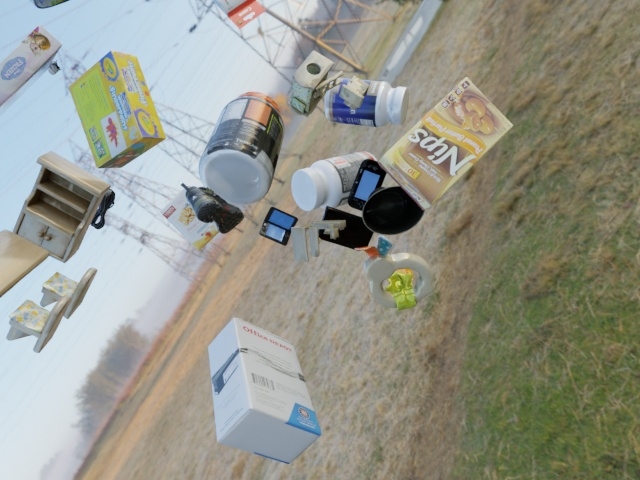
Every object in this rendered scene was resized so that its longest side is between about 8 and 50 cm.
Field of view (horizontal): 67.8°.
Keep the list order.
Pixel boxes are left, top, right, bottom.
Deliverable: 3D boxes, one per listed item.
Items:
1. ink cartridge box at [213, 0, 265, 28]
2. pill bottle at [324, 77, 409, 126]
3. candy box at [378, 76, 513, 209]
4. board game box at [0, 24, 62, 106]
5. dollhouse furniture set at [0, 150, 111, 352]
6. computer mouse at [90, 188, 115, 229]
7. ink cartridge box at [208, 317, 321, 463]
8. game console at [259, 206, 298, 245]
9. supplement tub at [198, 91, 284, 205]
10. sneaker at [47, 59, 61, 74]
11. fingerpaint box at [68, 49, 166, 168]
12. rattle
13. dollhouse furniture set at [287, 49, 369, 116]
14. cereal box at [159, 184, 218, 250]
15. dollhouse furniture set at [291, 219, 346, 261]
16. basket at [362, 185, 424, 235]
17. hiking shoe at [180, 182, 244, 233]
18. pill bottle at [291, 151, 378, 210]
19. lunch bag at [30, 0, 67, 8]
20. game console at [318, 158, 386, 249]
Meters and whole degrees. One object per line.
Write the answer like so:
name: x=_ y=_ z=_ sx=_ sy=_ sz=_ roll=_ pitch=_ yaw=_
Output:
ink cartridge box: x=-0.317 y=-0.915 z=1.809 sx=0.145 sy=0.179 sz=0.045 roll=-43 pitch=-1 yaw=-18
pill bottle: x=0.159 y=-0.468 z=1.623 sx=0.153 sy=0.264 sz=0.153 roll=10 pitch=-90 yaw=-73
candy box: x=0.331 y=-0.256 z=1.273 sx=0.316 sy=0.183 sz=0.087 roll=-44 pitch=-2 yaw=-6
board game box: x=-0.816 y=-0.382 z=1.216 sx=0.317 sy=0.066 sz=0.319 roll=8 pitch=60 yaw=53
dollhouse furniture set: x=-0.700 y=-0.012 z=1.129 sx=0.257 sy=0.361 sz=0.394 roll=-55 pitch=13 yaw=22
computer mouse: x=-0.939 y=-0.168 z=1.818 sx=0.189 sy=0.272 sz=0.072 roll=-56 pitch=8 yaw=22
ink cartridge box: x=-0.193 y=0.476 z=1.547 sx=0.166 sy=0.285 sz=0.395 roll=-47 pitch=33 yaw=14
game console: x=-0.193 y=-0.064 z=2.199 sx=0.085 sy=0.143 sz=0.124 roll=-44 pitch=25 yaw=58
supplement tub: x=-0.219 y=-0.283 z=1.402 sx=0.207 sy=0.207 sz=0.338 roll=-53 pitch=20 yaw=42
sneaker: x=-1.183 y=-0.777 z=2.082 sx=0.069 sy=0.098 sz=0.038 roll=-24 pitch=61 yaw=14
fingerpaint box: x=-1.007 y=-0.634 z=2.360 sx=0.370 sy=0.445 sz=0.163 roll=-22 pitch=-3 yaw=29
rattle: x=0.132 y=0.032 z=0.933 sx=0.130 sy=0.199 sz=0.143 roll=-31 pitch=31 yaw=34
dollhouse furniture set: x=0.010 y=-0.321 z=1.143 sx=0.101 sy=0.160 sz=0.182 roll=-56 pitch=-4 yaw=-22
cereal box: x=-0.556 y=-0.099 z=2.090 sx=0.173 sy=0.240 sz=0.047 roll=-43 pitch=13 yaw=3
dollhouse furniture set: x=0.000 y=0.000 z=1.721 sx=0.151 sy=0.143 sz=0.123 roll=-22 pitch=-70 yaw=-57
basket: x=0.233 y=-0.114 z=1.618 sx=0.204 sy=0.154 sz=0.227 roll=-15 pitch=10 yaw=3
hiking shoe: x=-0.276 y=-0.092 z=1.242 sx=0.086 sy=0.114 sz=0.227 roll=-39 pitch=-16 yaw=1
pill bottle: x=0.071 y=-0.250 z=2.027 sx=0.362 sy=0.210 sz=0.210 roll=-18 pitch=-19 yaw=-35
lunch bag: x=-0.746 y=-0.756 z=1.298 sx=0.176 sy=0.090 sz=0.219 roll=-48 pitch=0 yaw=-33
game console: x=0.138 y=-0.142 z=1.843 sx=0.044 sy=0.213 sz=0.362 roll=-106 pitch=34 yaw=-68
